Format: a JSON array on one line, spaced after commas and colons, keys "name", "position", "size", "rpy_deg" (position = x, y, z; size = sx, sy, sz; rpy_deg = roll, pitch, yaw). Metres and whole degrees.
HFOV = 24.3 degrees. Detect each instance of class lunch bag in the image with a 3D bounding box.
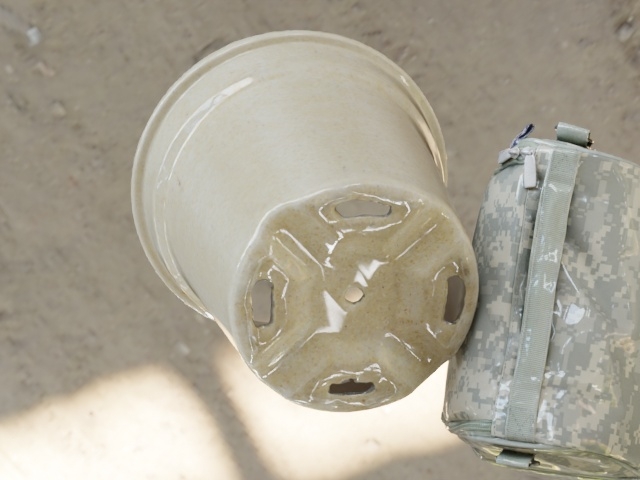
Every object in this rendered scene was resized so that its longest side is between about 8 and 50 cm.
[{"name": "lunch bag", "position": [0.230, 0.069, 1.377], "size": [0.213, 0.256, 0.305], "rpy_deg": [7, 79, 21]}]

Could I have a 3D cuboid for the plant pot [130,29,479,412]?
[{"name": "plant pot", "position": [0.000, 0.000, 1.404], "size": [0.334, 0.305, 0.333], "rpy_deg": [-4, 113, -11]}]
